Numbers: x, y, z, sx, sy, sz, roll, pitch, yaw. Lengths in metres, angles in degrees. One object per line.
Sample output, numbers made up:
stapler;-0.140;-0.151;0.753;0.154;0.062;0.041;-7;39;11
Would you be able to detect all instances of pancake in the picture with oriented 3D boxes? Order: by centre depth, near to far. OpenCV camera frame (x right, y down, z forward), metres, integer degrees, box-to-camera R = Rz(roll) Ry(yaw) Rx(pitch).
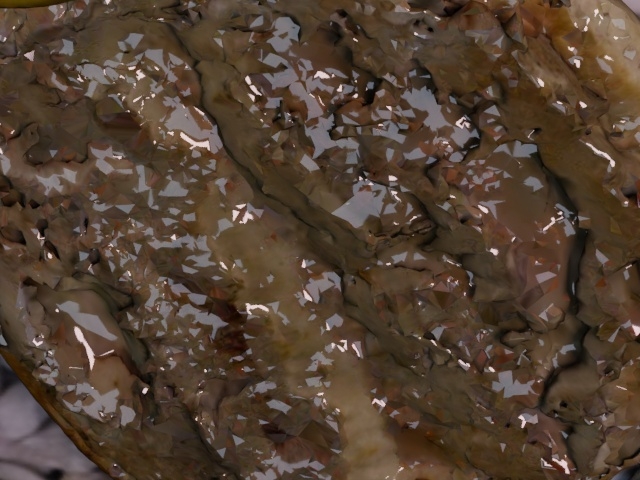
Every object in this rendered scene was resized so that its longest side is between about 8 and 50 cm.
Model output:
pancake;-0.001;0.001;0.787;0.382;0.071;0.382;8;127;10

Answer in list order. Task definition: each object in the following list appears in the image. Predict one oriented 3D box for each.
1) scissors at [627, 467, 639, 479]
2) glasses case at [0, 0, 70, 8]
scissors;0.293;0.152;0.842;0.289;0.041;0.138;23;130;2
glasses case;-0.230;-0.195;0.632;0.371;0.173;0.141;8;129;6
